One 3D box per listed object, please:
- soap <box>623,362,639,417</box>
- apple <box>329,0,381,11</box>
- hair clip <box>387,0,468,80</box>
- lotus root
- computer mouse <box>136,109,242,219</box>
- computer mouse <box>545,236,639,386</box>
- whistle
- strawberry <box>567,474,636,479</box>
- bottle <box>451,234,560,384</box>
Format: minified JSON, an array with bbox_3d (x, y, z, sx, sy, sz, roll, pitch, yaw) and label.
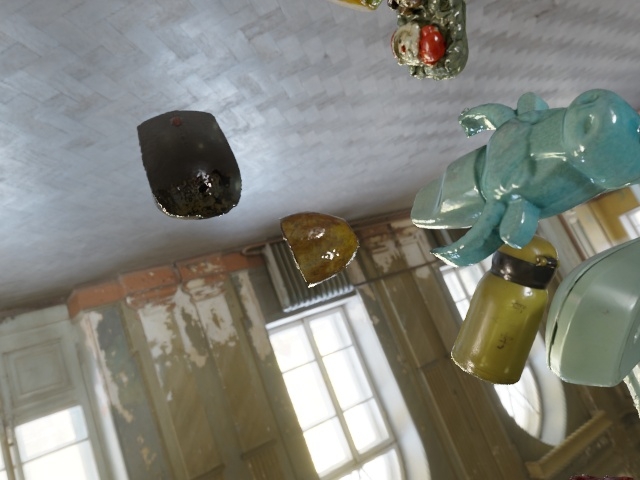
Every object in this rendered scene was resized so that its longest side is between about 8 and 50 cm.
[{"bbox_3d":[0.675,0.198,0.881,0.156,0.262,0.446,-1,-171,25],"label":"soap"},{"bbox_3d":[0.045,-0.269,0.269,0.246,0.246,0.226,-29,-169,27],"label":"apple"},{"bbox_3d":[0.130,-0.376,0.621,0.091,0.322,0.138,-22,-149,-20],"label":"hair clip"},{"bbox_3d":[0.000,0.000,1.198,0.179,0.199,0.188,-26,-172,-1],"label":"lotus root"},{"bbox_3d":[-0.248,-0.160,0.863,0.168,0.295,0.087,-18,150,-16],"label":"computer mouse"},{"bbox_3d":[0.359,0.073,0.567,0.288,0.160,0.097,-18,-153,-39],"label":"computer mouse"},{"bbox_3d":[0.192,-0.065,0.458,0.093,0.186,0.274,27,156,-24],"label":"whistle"},{"bbox_3d":[0.331,0.348,0.428,0.274,0.274,0.221,-12,143,-35],"label":"strawberry"},{"bbox_3d":[0.450,0.151,1.105,0.171,0.171,0.352,-3,113,-53],"label":"bottle"}]
